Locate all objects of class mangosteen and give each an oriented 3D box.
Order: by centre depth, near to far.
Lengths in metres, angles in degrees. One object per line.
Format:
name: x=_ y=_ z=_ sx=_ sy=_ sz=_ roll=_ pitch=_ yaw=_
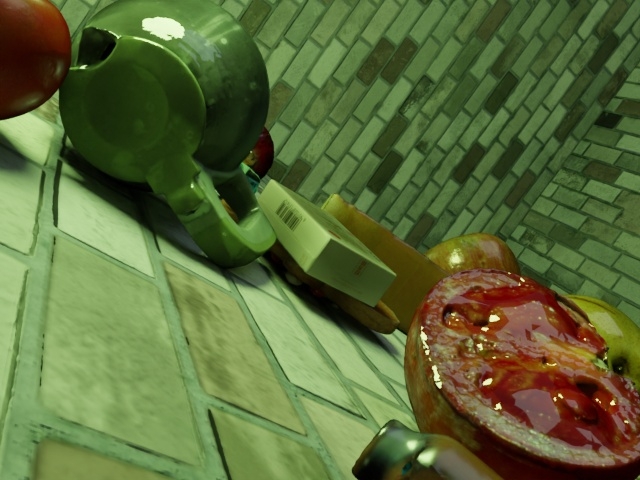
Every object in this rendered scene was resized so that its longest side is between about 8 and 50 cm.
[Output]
mangosteen: x=-0.186 y=-0.193 z=1.345 sx=0.166 sy=0.166 sz=0.180 roll=34 pitch=3 yaw=-19

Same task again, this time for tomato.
tomato: x=-0.312 y=-0.181 z=0.514 sx=0.195 sy=0.136 sz=0.195 roll=38 pitch=5 yaw=-4
tomato: x=0.170 y=0.145 z=0.569 sx=0.200 sy=0.140 sz=0.233 roll=12 pitch=33 yaw=-6

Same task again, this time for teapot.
teapot: x=-0.182 y=-0.118 z=0.711 sx=0.239 sy=0.322 sz=0.239 roll=-2 pitch=20 yaw=2

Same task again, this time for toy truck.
toy truck: x=-0.194 y=-0.129 z=1.142 sx=0.175 sy=0.081 sz=0.067 roll=31 pitch=4 yaw=-40

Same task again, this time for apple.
apple: x=0.383 y=0.129 z=1.574 sx=0.309 sy=0.277 sz=0.250 roll=13 pitch=56 yaw=-48

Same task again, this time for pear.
pear: x=0.569 y=0.266 z=1.387 sx=0.314 sy=0.314 sz=0.314 roll=35 pitch=5 yaw=-3

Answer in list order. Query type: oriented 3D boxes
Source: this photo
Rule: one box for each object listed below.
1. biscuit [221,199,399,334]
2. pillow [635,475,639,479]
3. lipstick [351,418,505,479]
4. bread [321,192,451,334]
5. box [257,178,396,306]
biscuit: x=-0.018 y=0.039 z=0.930 sx=0.324 sy=0.049 sz=0.205 roll=36 pitch=7 yaw=15
pillow: x=0.561 y=0.373 z=1.131 sx=0.173 sy=0.067 sz=0.270 roll=27 pitch=35 yaw=-35
lipstick: x=0.188 y=0.238 z=0.296 sx=0.418 sy=0.077 sz=0.077 roll=36 pitch=5 yaw=20
bread: x=0.128 y=0.068 z=1.135 sx=0.361 sy=0.138 sz=0.077 roll=35 pitch=3 yaw=-10
box: x=0.000 y=0.000 z=0.870 sx=0.141 sy=0.058 sz=0.201 roll=29 pitch=9 yaw=-39
